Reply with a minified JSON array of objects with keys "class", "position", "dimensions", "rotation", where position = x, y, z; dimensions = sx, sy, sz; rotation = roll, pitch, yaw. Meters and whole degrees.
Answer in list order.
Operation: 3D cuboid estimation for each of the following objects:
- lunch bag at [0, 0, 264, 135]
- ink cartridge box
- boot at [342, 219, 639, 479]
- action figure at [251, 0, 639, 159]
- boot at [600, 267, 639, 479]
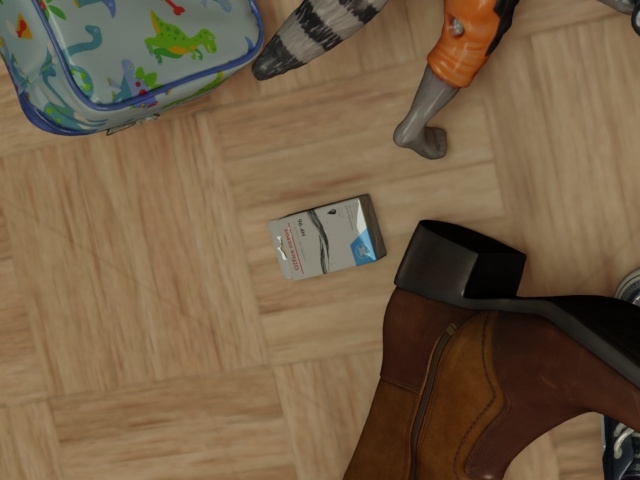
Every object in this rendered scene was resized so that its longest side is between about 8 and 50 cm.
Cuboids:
[{"class":"lunch bag","position":[-0.147,-0.189,0.822],"dimensions":[0.090,0.176,0.219],"rotation":[-22,95,55]},{"class":"ink cartridge box","position":[0.000,0.000,0.878],"dimensions":[0.083,0.028,0.048],"rotation":[-15,94,20]},{"class":"boot","position":[0.111,0.158,0.789],"dimensions":[0.264,0.096,0.280],"rotation":[27,107,40]},{"class":"action figure","position":[0.122,-0.169,0.709],"dimensions":[0.330,0.179,0.341],"rotation":[-40,72,43]},{"class":"boot","position":[0.218,0.116,0.795],"dimensions":[0.069,0.086,0.189],"rotation":[-1,99,18]}]
